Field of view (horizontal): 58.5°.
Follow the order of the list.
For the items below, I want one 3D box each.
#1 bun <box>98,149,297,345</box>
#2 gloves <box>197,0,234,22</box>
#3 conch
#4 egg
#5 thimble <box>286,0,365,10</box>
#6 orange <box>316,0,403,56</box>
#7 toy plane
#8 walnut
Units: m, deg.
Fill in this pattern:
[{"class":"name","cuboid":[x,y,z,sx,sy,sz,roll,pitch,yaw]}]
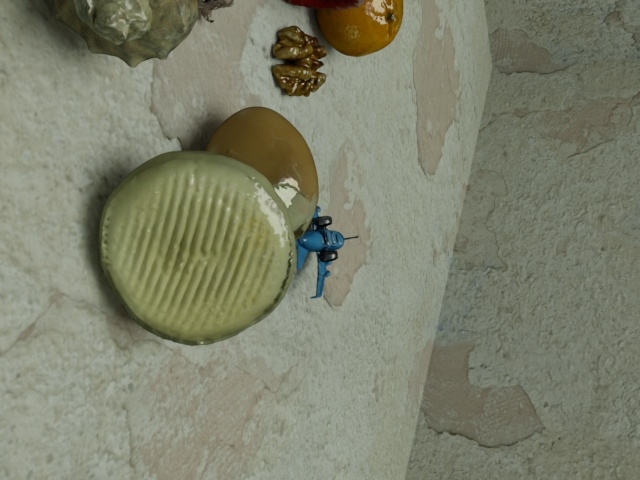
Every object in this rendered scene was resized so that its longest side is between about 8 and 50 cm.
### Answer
[{"class":"bun","cuboid":[-0.170,0.003,0.819,0.146,0.287,0.288,-102,-176,-65]},{"class":"gloves","cuboid":[-0.177,-0.399,0.866,0.144,0.094,0.111,-54,155,-78]},{"class":"conch","cuboid":[-0.251,-0.323,0.669,0.210,0.158,0.291,52,10,-44]},{"class":"egg","cuboid":[-0.105,-0.104,0.956,0.201,0.201,0.245,18,67,-64]},{"class":"thimble","cuboid":[0.005,-0.532,1.120,0.163,0.189,0.125,-160,-108,-71]},{"class":"orange","cuboid":[0.091,-0.531,1.299,0.219,0.193,0.219,20,90,-75]},{"class":"toy plane","cuboid":[0.000,0.000,1.310,0.271,0.105,0.254,-3,83,-60]},{"class":"walnut","cuboid":[-0.035,-0.374,1.196,0.170,0.069,0.143,-24,118,-58]}]
